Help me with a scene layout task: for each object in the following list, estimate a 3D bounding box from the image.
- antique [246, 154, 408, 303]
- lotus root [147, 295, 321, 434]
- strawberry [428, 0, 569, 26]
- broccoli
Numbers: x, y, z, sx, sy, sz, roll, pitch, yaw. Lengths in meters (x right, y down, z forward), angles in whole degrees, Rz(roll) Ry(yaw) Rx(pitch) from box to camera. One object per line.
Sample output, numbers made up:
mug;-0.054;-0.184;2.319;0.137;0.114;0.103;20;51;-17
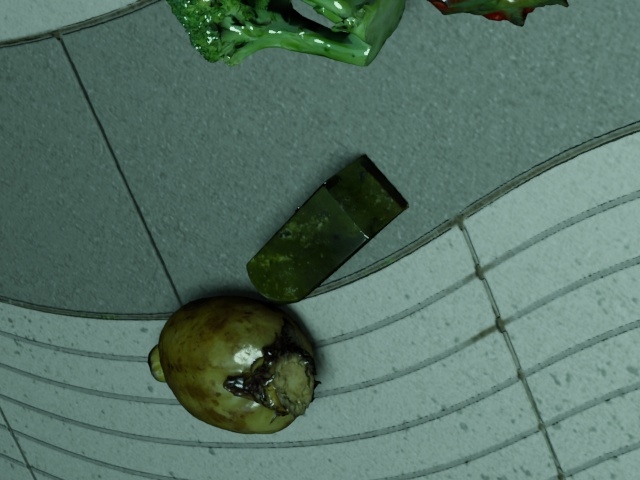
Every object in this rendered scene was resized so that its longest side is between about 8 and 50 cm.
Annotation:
antique;0.000;0.000;2.029;0.080;0.081;0.221;50;139;4
lotus root;-0.108;0.148;2.184;0.314;0.141;0.169;7;120;49
strawberry;0.141;-0.341;1.558;0.238;0.250;0.288;-20;74;15
broccoli;-0.023;-0.289;1.721;0.245;0.265;0.294;33;111;5
